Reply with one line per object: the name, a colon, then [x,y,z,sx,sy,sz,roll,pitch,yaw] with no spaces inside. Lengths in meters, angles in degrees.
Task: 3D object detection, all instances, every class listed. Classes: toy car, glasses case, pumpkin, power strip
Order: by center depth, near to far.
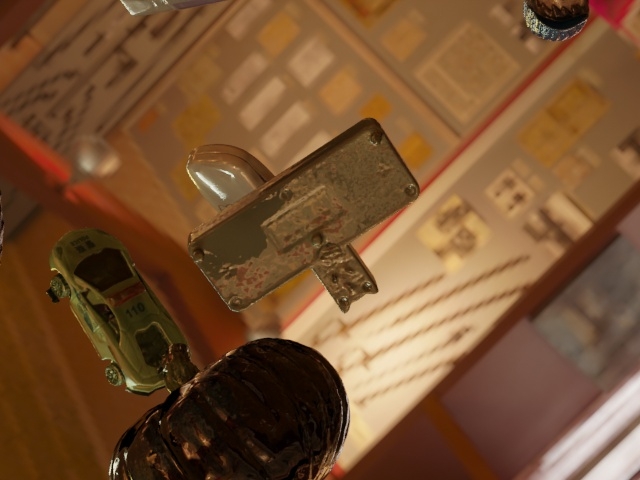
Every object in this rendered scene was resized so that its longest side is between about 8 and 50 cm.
pumpkin: [-0.066,0.156,1.127,0.150,0.194,0.194,38,-171,-15]
power strip: [0.000,0.000,1.428,0.145,0.216,0.061,54,-172,-19]
toy car: [-0.202,0.067,1.514,0.093,0.058,0.186,-28,-99,-37]
glasses case: [-0.078,-0.047,1.653,0.193,0.074,0.049,48,-134,-53]

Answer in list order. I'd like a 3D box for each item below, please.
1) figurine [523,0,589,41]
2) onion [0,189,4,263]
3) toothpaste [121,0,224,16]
figurine: [0.262,-0.295,1.695,0.087,0.086,0.149,15,120,48]
onion: [-0.515,-0.007,1.718,0.282,0.336,0.260,7,-150,2]
toothpaste: [-0.056,-0.331,1.735,0.080,0.371,0.125,40,-135,-60]
